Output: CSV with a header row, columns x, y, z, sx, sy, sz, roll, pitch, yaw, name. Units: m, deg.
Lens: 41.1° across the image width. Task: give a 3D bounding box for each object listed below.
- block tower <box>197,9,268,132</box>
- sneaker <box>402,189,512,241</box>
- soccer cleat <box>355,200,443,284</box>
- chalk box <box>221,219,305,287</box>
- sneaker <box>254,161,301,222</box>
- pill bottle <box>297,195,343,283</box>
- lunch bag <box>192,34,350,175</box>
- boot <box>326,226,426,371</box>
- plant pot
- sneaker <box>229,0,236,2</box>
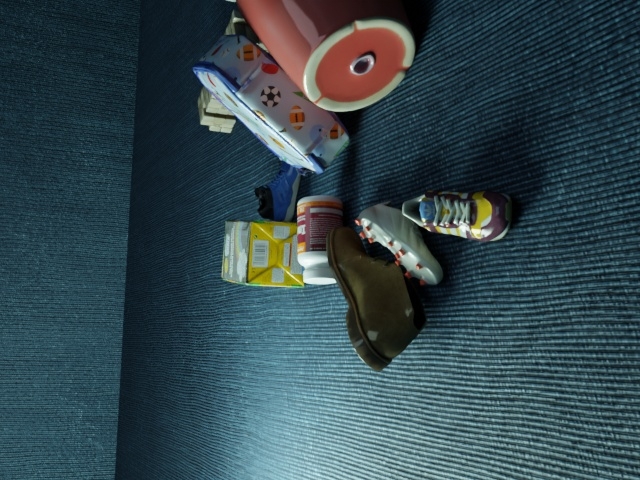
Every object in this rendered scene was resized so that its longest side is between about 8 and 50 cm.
x,y,z,sx,sy,sz,roll,pitch,yaw,name
-0.221,-0.413,2.132,0.335,0.090,0.097,122,143,-47,block tower
0.182,-0.035,1.160,0.185,0.083,0.070,178,96,-66,sneaker
0.131,-0.004,1.303,0.196,0.076,0.068,42,159,44,soccer cleat
-0.124,0.025,1.786,0.213,0.132,0.133,-174,88,-67,chalk box
-0.093,-0.116,1.794,0.058,0.084,0.152,-147,65,-63,sneaker
0.000,0.000,1.562,0.086,0.086,0.152,154,118,-63,pill bottle
-0.092,-0.245,1.582,0.115,0.303,0.243,-49,24,-6,lunch bag
0.091,0.066,1.374,0.115,0.112,0.305,-40,37,17,boot
0.022,-0.364,1.406,0.243,0.274,0.275,64,143,32,plant pot
-0.219,-0.682,2.155,0.290,0.105,0.123,-118,37,-53,sneaker
